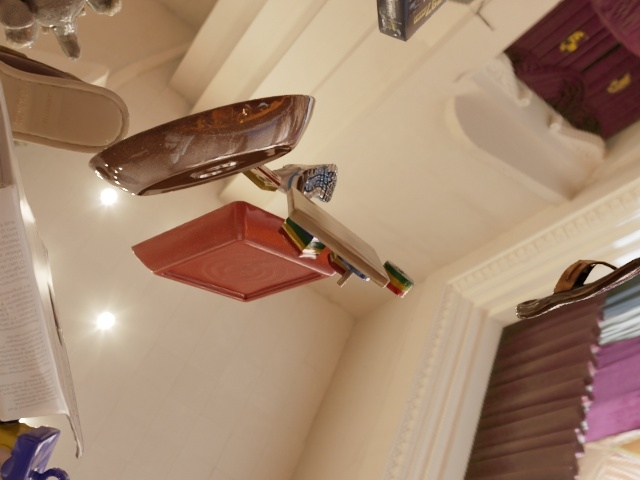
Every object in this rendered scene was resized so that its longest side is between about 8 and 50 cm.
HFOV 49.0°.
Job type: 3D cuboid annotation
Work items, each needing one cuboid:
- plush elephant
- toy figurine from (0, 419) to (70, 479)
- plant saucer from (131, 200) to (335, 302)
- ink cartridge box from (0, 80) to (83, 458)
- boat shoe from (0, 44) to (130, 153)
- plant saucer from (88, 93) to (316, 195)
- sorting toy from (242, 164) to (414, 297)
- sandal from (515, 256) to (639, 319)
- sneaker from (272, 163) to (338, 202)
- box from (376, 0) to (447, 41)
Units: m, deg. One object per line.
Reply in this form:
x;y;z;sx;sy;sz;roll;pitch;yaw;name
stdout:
-0.543;-0.495;1.429;0.272;0.330;0.255;-19;-121;-12;plush elephant
-0.387;0.236;0.885;0.217;0.191;0.362;23;-90;13;toy figurine
-0.122;0.034;1.109;0.259;0.258;0.048;25;-124;-44;plant saucer
-0.206;-0.005;0.450;0.045;0.224;0.223;-13;-137;-20;ink cartridge box
-0.395;-0.180;0.834;0.324;0.097;0.116;11;-81;-36;boat shoe
-0.094;-0.075;0.600;0.198;0.198;0.036;-18;-88;-39;plant saucer
0.000;0.000;0.811;0.274;0.046;0.132;37;-170;-13;sorting toy
0.398;0.065;1.099;0.090;0.219;0.060;-9;-105;-47;sandal
-0.030;-0.107;1.210;0.190;0.083;0.071;-4;-73;-68;sneaker
0.170;-0.443;1.061;0.059;0.183;0.233;30;-116;27;box
